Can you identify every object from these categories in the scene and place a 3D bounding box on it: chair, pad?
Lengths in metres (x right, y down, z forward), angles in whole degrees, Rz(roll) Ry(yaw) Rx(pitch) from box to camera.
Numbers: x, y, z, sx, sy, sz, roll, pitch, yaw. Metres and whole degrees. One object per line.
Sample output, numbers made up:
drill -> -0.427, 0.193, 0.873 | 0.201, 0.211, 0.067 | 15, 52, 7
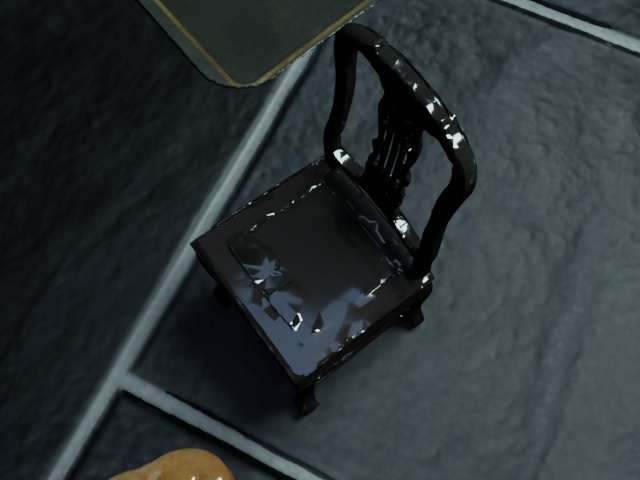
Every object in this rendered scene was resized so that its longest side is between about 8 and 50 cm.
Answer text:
chair -> 0.000, 0.000, 0.478 | 0.113, 0.229, 0.106 | -36, 71, -12
pad -> -0.017, -0.328, 0.687 | 0.375, 0.063, 0.315 | -39, 72, -11

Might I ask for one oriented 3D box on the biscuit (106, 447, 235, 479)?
biscuit -> -0.095, 0.284, 0.476 | 0.202, 0.047, 0.334 | 25, 74, 12
